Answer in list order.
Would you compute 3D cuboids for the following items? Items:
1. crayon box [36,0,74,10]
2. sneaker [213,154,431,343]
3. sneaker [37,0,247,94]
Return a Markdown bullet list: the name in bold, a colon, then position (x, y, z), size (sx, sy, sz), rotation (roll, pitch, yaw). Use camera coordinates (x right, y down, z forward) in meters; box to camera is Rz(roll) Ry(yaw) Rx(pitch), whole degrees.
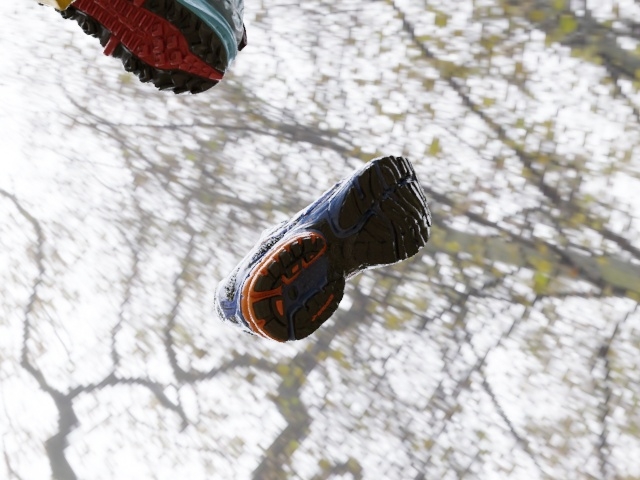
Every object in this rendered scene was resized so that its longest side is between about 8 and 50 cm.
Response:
- **crayon box**: position (-0.282, -0.320, 1.004), size (0.106, 0.363, 0.313), rotation (-42, -50, -20)
- **sneaker**: position (0.000, 0.000, 1.273), size (0.221, 0.087, 0.083), rotation (-34, -70, -39)
- **sneaker**: position (-0.167, -0.226, 1.333), size (0.262, 0.125, 0.104), rotation (43, -54, -10)
